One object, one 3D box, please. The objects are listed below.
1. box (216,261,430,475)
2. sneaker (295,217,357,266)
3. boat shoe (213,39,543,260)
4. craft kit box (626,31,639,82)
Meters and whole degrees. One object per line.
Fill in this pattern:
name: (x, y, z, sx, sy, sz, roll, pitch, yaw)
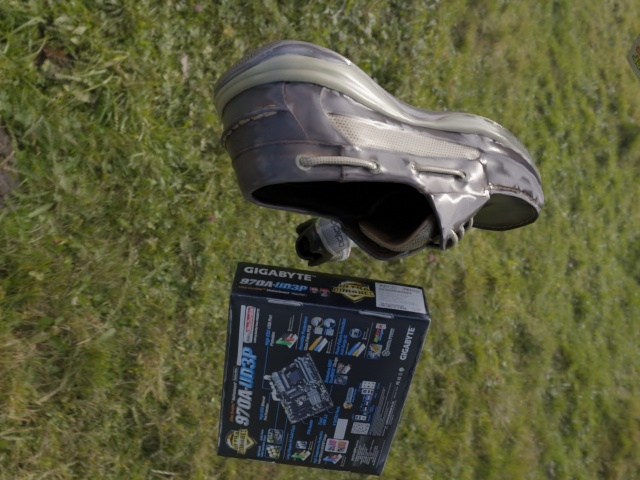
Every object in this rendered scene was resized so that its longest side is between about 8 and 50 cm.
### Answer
box: (-0.005, 0.133, 0.562, 0.051, 0.175, 0.220, -87, -175, -58)
sneaker: (0.000, 0.000, 0.743, 0.075, 0.170, 0.063, -17, 85, -11)
boat shoe: (0.067, -0.044, 0.512, 0.356, 0.132, 0.130, 12, 67, -32)
craft kit box: (0.474, -0.188, 0.683, 0.247, 0.061, 0.249, 36, 33, -70)
